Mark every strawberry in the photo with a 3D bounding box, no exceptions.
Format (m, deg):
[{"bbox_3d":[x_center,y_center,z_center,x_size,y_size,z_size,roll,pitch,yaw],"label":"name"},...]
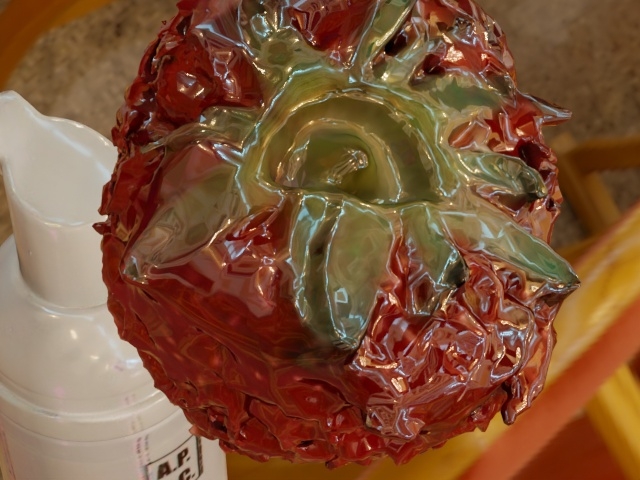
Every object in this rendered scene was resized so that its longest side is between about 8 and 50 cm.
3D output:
[{"bbox_3d":[0.000,0.000,0.635,0.187,0.201,0.184,46,58,4],"label":"strawberry"}]

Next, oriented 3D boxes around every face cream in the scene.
[{"bbox_3d":[-0.133,0.069,1.016,0.145,0.369,0.145,0,51,0],"label":"face cream"}]
